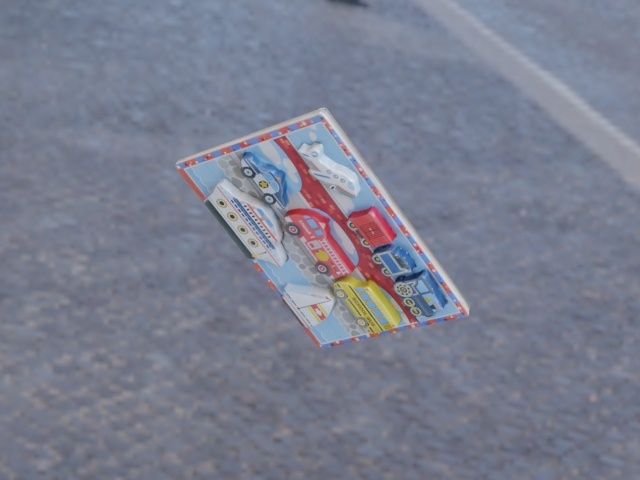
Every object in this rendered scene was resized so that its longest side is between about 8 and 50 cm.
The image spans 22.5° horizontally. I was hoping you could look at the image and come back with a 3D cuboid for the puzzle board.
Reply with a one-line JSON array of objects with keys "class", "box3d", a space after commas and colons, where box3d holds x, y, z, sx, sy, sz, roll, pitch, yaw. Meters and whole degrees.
[{"class": "puzzle board", "box3d": [0.000, 0.000, 0.772, 0.096, 0.128, 0.011, -17, 31, 38]}]
